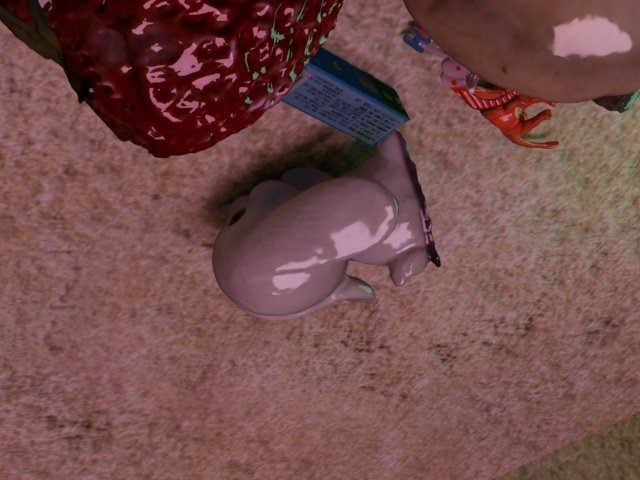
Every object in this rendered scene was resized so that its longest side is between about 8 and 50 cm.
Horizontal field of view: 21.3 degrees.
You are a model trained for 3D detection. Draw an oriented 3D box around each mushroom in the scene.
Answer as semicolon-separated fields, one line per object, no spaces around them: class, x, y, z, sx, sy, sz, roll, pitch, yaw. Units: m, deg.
mushroom;0.217;-0.306;1.648;0.325;0.353;0.353;-16;154;-46

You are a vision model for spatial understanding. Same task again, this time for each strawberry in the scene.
strawberry;-0.124;-0.241;1.534;0.310;0.291;0.292;-45;146;14

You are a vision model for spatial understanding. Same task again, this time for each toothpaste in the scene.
toothpaste;0.002;-0.177;1.960;0.065;0.050;0.267;-38;148;21

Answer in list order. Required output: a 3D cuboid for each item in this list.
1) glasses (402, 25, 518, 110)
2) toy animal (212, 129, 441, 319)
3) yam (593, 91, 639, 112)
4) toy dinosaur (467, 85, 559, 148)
glasses;0.226;-0.263;1.979;0.255;0.095;0.162;-27;123;9
toy animal;0.013;0.003;2.138;0.289;0.174;0.249;-29;150;6
yam;0.412;-0.258;2.118;0.061;0.061;0.253;-7;146;-28
toy dinosaur;0.251;-0.161;2.161;0.101;0.055;0.279;-13;155;35
